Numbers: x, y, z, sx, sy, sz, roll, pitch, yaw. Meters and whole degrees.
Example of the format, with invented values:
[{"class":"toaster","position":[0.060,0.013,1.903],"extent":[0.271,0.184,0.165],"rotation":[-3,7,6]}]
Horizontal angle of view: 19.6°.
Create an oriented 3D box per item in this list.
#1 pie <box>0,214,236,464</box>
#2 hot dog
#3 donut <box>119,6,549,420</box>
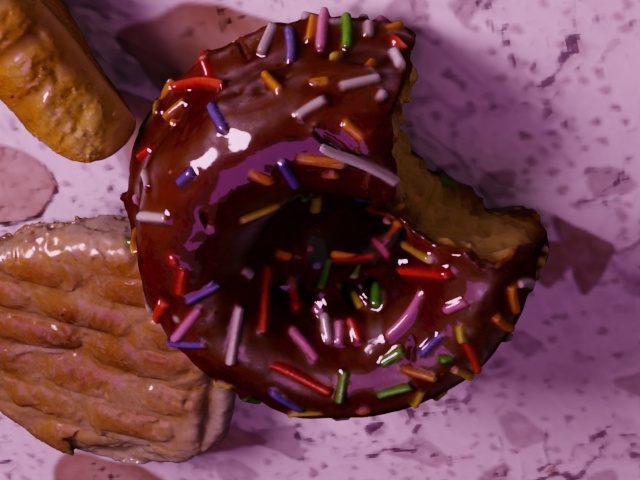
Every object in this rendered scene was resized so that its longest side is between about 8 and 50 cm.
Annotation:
[{"class":"pie","position":[-0.133,0.059,1.110],"extent":[0.195,0.046,0.195],"rotation":[6,132,7]},{"class":"hot dog","position":[-0.185,-0.148,0.912],"extent":[0.061,0.088,0.286],"rotation":[-36,116,-1]},{"class":"donut","position":[0.001,0.001,0.971],"extent":[0.216,0.096,0.230],"rotation":[-18,123,14]}]
